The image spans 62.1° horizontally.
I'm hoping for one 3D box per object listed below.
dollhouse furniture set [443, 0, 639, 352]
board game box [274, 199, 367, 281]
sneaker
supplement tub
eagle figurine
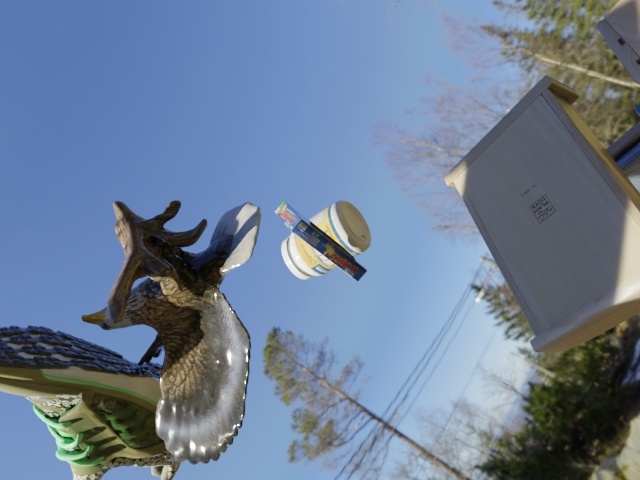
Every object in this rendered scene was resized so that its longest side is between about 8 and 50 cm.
[{"bbox_3d":[0.332,-0.038,0.506,0.303,0.198,0.286,7,-40,-35],"label":"dollhouse furniture set"},{"bbox_3d":[0.000,0.000,1.156,0.201,0.136,0.035,38,-86,-27],"label":"board game box"},{"bbox_3d":[-0.295,0.244,0.703,0.410,0.158,0.182,36,-107,-44],"label":"sneaker"},{"bbox_3d":[0.013,0.003,1.356,0.199,0.144,0.144,-32,-11,28],"label":"supplement tub"},{"bbox_3d":[-0.174,0.095,0.656,0.226,0.225,0.298,-57,-33,-39],"label":"eagle figurine"}]
